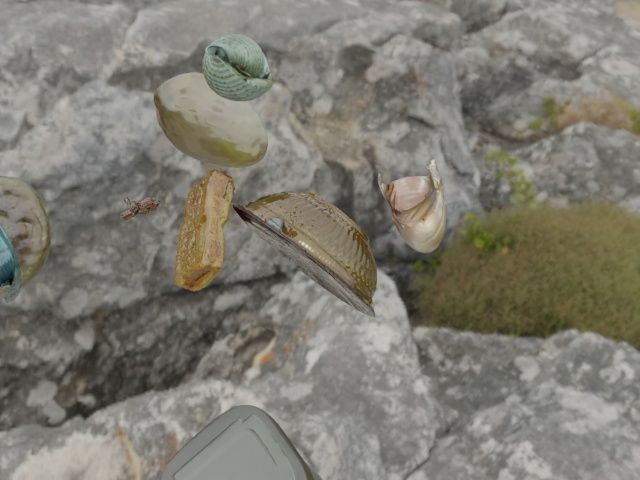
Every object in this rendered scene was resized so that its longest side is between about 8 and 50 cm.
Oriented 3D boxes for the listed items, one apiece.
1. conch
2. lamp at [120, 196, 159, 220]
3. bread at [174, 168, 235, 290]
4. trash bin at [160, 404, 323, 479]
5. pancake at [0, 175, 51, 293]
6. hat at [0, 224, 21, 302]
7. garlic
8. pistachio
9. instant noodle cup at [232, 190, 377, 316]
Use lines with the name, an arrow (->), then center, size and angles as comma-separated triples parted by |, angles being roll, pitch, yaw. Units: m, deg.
conch -> -0.148, -0.293, 1.402 | 0.135, 0.102, 0.153 | 42, 35, 8
lamp -> -0.372, -0.071, 1.665 | 0.083, 0.063, 0.031 | -16, 68, -37
bread -> -0.242, -0.026, 1.726 | 0.077, 0.139, 0.271 | 29, 43, -30
trash bin -> -0.090, 0.431, 1.304 | 0.220, 0.250, 0.219 | -39, 50, -2
pancake -> -0.645, -0.014, 1.578 | 0.241, 0.242, 0.050 | 20, 10, 1
hat -> -0.527, 0.038, 1.263 | 0.078, 0.191, 0.138 | -35, 78, -29
garlic -> 0.152, -0.049, 1.271 | 0.099, 0.124, 0.174 | -12, 30, 10
pistachio -> -0.251, -0.280, 1.854 | 0.288, 0.197, 0.166 | 23, 22, -24
instant noodle cup -> 0.000, 0.000, 1.205 | 0.274, 0.274, 0.091 | 36, 82, 20
